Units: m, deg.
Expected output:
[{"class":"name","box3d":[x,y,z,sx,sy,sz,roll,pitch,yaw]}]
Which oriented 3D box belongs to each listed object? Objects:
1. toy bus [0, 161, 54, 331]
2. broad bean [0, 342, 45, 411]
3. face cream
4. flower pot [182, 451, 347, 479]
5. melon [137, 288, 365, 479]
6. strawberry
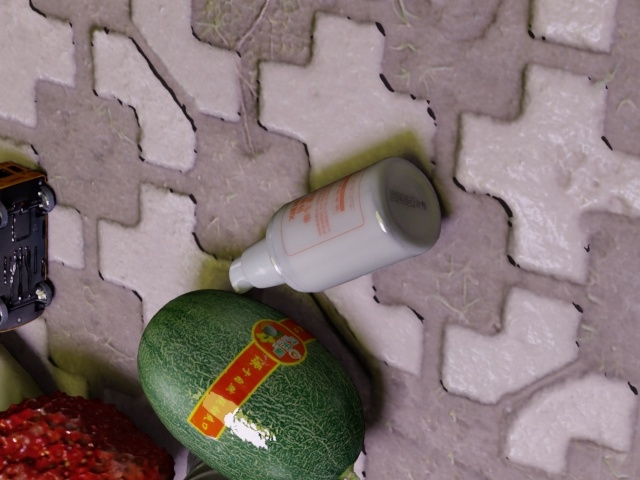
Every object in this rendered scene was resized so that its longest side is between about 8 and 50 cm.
[{"class":"toy bus","box3d":[-0.378,0.008,1.892,0.088,0.083,0.194,25,122,35]},{"class":"broad bean","box3d":[-0.445,0.194,2.005,0.263,0.121,0.189,43,132,15]},{"class":"face cream","box3d":[0.000,0.000,1.604,0.251,0.101,0.101,-22,98,40]},{"class":"flower pot","box3d":[-0.086,0.320,1.794,0.235,0.140,0.235,14,117,29]},{"class":"melon","box3d":[-0.066,0.168,1.678,0.287,0.182,0.182,37,128,8]},{"class":"strawberry","box3d":[-0.299,0.311,1.854,0.257,0.261,0.261,29,126,26]}]
